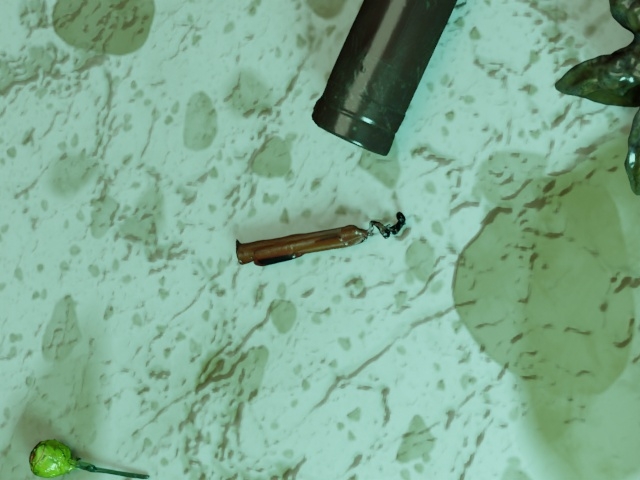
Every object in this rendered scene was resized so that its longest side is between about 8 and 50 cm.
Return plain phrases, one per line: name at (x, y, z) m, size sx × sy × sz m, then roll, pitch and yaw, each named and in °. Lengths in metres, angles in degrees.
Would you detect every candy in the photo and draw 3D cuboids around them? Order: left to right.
candy at (-0.207, 0.203, 1.665) m, size 0.123 × 0.035 × 0.035 m, roll 9°, pitch 90°, yaw 25°

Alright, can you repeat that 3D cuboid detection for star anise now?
star anise at (0.277, -0.145, 1.392) m, size 0.212 × 0.073 × 0.197 m, roll -46°, pitch 65°, yaw 15°

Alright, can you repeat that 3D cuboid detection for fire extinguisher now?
fire extinguisher at (0.074, -0.207, 1.533) m, size 0.268 × 0.072 × 0.089 m, roll -66°, pitch 22°, yaw 7°

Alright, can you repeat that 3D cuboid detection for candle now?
candle at (0.000, 0.001, 1.570) m, size 0.167 × 0.021 × 0.026 m, roll -10°, pitch 57°, yaw 31°
